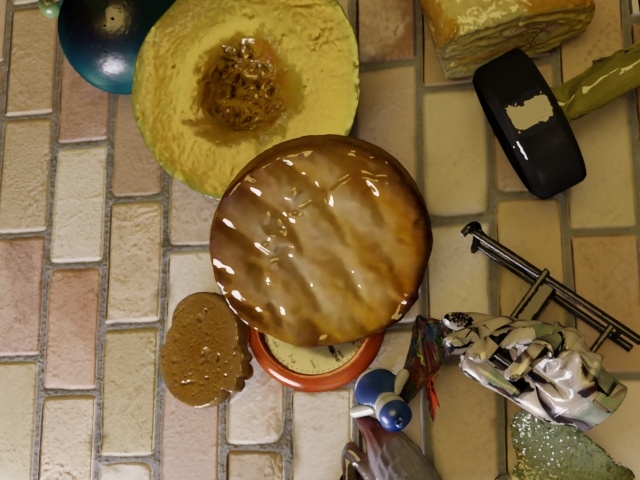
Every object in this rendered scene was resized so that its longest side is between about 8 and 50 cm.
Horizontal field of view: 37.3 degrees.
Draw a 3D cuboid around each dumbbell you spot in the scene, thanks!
[{"bbox_3d":[0.384,-0.209,1.251,0.323,0.204,0.203,-27,74,8],"label":"dumbbell"}]

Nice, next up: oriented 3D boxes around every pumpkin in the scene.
[{"bbox_3d":[-0.085,-0.212,1.387,0.333,0.199,0.332,-1,87,13],"label":"pumpkin"}]

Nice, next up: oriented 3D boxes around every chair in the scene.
[{"bbox_3d":[0.269,0.104,1.242,0.260,0.154,0.141,36,88,16],"label":"chair"}]

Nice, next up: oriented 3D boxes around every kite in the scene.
[{"bbox_3d":[0.143,0.162,1.274,0.009,0.232,0.189,18,38,-18],"label":"kite"}]

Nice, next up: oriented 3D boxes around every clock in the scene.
[{"bbox_3d":[-0.007,0.114,1.361,0.205,0.051,0.205,-3,77,12],"label":"clock"}]

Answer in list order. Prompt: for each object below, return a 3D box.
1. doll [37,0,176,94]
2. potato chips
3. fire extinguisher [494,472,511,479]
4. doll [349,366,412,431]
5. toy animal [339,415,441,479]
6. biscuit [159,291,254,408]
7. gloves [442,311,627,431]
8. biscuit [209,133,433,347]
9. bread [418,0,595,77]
[{"bbox_3d":[-0.321,-0.356,1.471,0.199,0.186,0.322,-36,70,5],"label":"doll"},{"bbox_3d":[0.319,0.316,1.211,0.167,0.059,0.228,-2,90,8],"label":"potato chips"},{"bbox_3d":[0.263,0.329,1.263,0.083,0.025,0.038,-2,76,15],"label":"fire extinguisher"},{"bbox_3d":[0.086,0.214,1.279,0.099,0.143,0.057,-38,113,-2],"label":"doll"},{"bbox_3d":[0.122,0.347,1.261,0.324,0.090,0.195,9,86,26],"label":"toy animal"},{"bbox_3d":[-0.156,0.162,1.377,0.170,0.050,0.170,-6,79,34],"label":"biscuit"},{"bbox_3d":[0.243,0.137,1.112,0.212,0.127,0.111,40,80,5],"label":"gloves"},{"bbox_3d":[0.000,0.000,1.252,0.297,0.102,0.296,-2,113,-5],"label":"biscuit"},{"bbox_3d":[0.227,-0.443,1.358,0.237,0.165,0.375,-19,73,7],"label":"bread"}]
